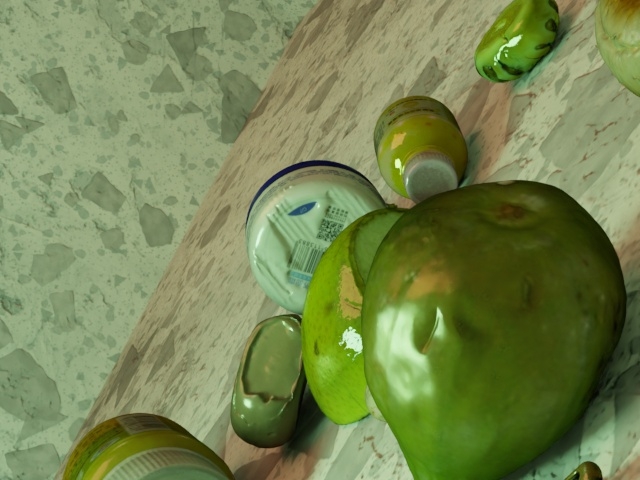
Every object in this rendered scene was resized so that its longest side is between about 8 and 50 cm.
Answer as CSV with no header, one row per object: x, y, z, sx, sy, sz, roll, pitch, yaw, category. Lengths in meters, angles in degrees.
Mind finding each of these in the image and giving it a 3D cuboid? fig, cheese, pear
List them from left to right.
-0.063,0.192,1.803,0.202,0.091,0.175,94,-169,-78,cheese
0.037,0.100,1.678,0.288,0.139,0.239,-76,11,-52,pear
0.156,0.108,1.159,0.233,0.233,0.314,-158,57,-77,fig

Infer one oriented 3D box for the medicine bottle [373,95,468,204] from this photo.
0.136,-0.110,1.789,0.122,0.122,0.212,-54,14,16,medicine bottle

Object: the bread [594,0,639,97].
0.368,-0.238,1.162,0.305,0.158,0.305,-56,13,21,bread

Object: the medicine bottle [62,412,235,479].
-0.218,0.357,1.776,0.224,0.224,0.384,-60,14,-9,medicine bottle

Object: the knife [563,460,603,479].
0.125,0.284,1.118,0.343,0.027,0.061,-53,17,31,knife

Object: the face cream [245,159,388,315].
0.000,0.000,1.844,0.206,0.206,0.111,-55,14,12,face cream

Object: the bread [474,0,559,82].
0.266,-0.269,1.798,0.139,0.071,0.130,-51,17,21,bread

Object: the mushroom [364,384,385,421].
0.089,0.165,1.450,0.083,0.067,0.083,-33,-17,-11,mushroom
